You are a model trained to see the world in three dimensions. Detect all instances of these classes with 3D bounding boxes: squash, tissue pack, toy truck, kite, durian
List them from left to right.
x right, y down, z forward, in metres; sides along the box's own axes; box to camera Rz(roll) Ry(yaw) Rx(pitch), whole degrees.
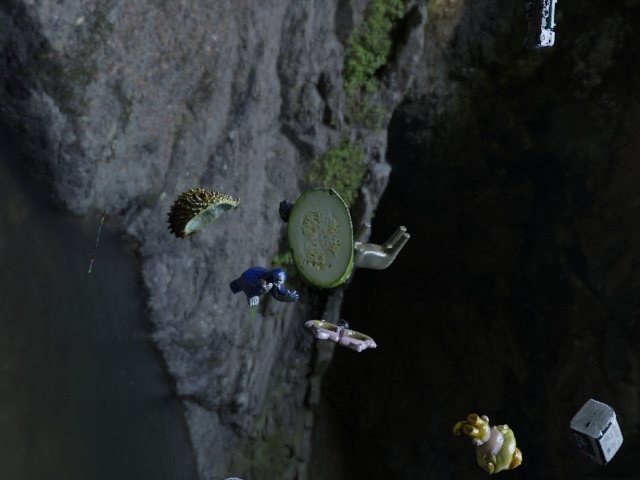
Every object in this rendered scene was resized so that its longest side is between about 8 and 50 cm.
[{"bbox_3d":[-0.366,-0.010,1.104,0.090,0.004,0.122,-122,-131,-64],"label":"kite"},{"bbox_3d":[-0.387,-0.089,2.155,0.139,0.252,0.144,48,2,-36],"label":"durian"},{"bbox_3d":[0.000,0.000,1.885,0.260,0.189,0.189,84,3,-57],"label":"squash"},{"bbox_3d":[0.349,-0.344,1.056,0.039,0.044,0.083,10,-81,60],"label":"toy truck"},{"bbox_3d":[0.717,0.497,1.737,0.090,0.103,0.170,28,-21,44],"label":"tissue pack"}]

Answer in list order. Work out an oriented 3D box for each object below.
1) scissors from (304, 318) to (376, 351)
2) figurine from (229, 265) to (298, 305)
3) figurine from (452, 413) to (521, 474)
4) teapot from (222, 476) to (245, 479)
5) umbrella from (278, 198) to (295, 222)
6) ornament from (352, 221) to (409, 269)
[{"bbox_3d":[0.046,0.199,1.499,0.317,0.160,0.024,-16,123,-86],"label":"scissors"},{"bbox_3d":[-0.196,0.139,2.297,0.164,0.262,0.121,38,56,-37],"label":"figurine"},{"bbox_3d":[0.494,0.593,1.962,0.131,0.246,0.156,-1,-132,50],"label":"figurine"},{"bbox_3d":[-0.190,0.723,1.647,0.285,0.305,0.223,-55,-142,7],"label":"teapot"},{"bbox_3d":[-0.025,-0.085,2.122,0.071,0.224,0.080,-56,144,-33],"label":"umbrella"},{"bbox_3d":[0.127,0.046,2.093,0.245,0.230,0.061,-58,-141,34],"label":"ornament"}]
